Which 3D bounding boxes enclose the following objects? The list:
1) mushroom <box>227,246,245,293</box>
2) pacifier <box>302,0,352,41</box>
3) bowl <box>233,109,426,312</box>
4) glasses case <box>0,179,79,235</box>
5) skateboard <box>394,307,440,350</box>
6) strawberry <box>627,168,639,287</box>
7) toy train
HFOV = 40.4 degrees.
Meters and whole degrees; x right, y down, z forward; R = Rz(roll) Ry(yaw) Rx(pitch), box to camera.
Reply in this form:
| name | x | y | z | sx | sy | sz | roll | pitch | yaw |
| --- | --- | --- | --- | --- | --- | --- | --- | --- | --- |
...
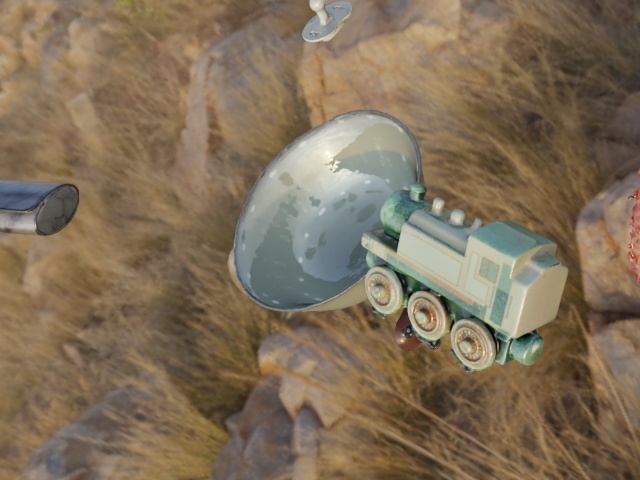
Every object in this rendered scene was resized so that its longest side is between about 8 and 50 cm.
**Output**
| name | x | y | z | sx | sy | sz | roll | pitch | yaw |
| --- | --- | --- | --- | --- | --- | --- | --- | --- | --- |
| mushroom | 0.006 | 0.007 | 1.807 | 0.407 | 0.154 | 0.137 | -26 | -2 | -25 |
| pacifier | 0.002 | -0.312 | 1.194 | 0.068 | 0.064 | 0.083 | 24 | 66 | 41 |
| bowl | 0.043 | -0.013 | 1.306 | 0.337 | 0.157 | 0.337 | -24 | 47 | 28 |
| glasses case | -0.491 | -0.053 | 1.202 | 0.299 | 0.060 | 0.114 | 4 | 25 | 16 |
| skateboard | 0.141 | 0.097 | 1.341 | 0.080 | 0.067 | 0.151 | -20 | 52 | 46 |
| strawberry | 0.397 | -0.053 | 0.845 | 0.286 | 0.106 | 0.188 | 95 | 160 | -49 |
| toy train | 0.115 | 0.027 | 0.747 | 0.194 | 0.081 | 0.125 | 33 | 126 | 39 |
